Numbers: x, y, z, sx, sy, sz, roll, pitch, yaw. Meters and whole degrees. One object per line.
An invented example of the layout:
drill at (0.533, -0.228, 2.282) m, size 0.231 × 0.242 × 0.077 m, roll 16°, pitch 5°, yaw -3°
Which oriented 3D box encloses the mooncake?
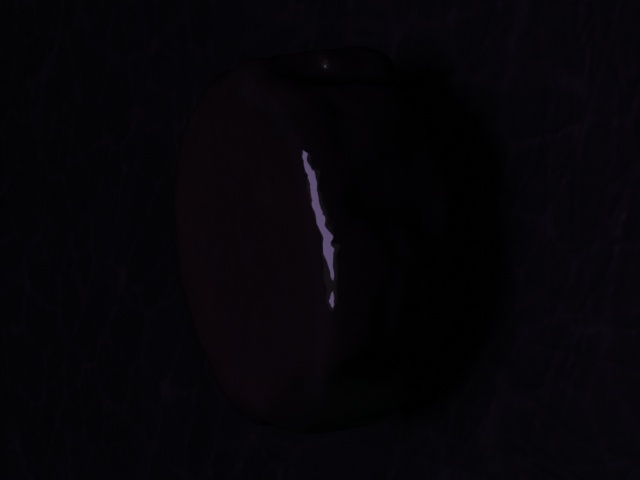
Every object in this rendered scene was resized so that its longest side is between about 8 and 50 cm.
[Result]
mooncake at (0.000, 0.000, 1.087) m, size 0.283 × 0.141 × 0.283 m, roll 20°, pitch 113°, yaw 61°
